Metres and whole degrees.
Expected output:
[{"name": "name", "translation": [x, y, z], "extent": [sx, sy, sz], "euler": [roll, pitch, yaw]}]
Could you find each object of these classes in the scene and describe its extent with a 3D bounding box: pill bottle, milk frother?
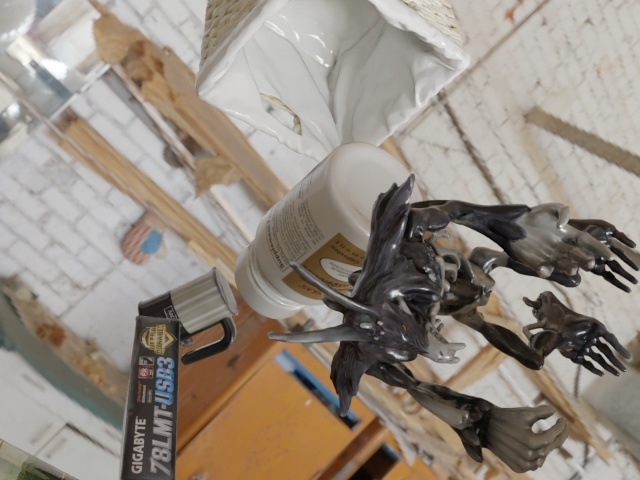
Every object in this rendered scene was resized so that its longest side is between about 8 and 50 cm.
[{"name": "pill bottle", "translation": [0.000, 0.000, 0.960], "extent": [0.131, 0.131, 0.229], "euler": [46, -45, -5]}, {"name": "milk frother", "translation": [-0.199, 0.113, 1.345], "extent": [0.143, 0.134, 0.129], "euler": [-106, 171, -68]}]

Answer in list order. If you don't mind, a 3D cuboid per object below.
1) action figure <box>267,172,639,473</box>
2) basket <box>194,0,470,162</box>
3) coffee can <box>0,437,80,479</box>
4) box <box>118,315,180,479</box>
[{"name": "action figure", "translation": [0.109, 0.044, 0.532], "extent": [0.275, 0.164, 0.141], "euler": [-4, 21, -41]}, {"name": "basket", "translation": [0.010, -0.347, 1.402], "extent": [0.328, 0.331, 0.267], "euler": [25, 43, -30]}, {"name": "coffee can", "translation": [-0.438, 0.342, 1.048], "extent": [0.275, 0.202, 0.201], "euler": [32, -1, -12]}, {"name": "box", "translation": [-0.232, 0.305, 1.123], "extent": [0.296, 0.073, 0.293], "euler": [-103, -161, -54]}]
